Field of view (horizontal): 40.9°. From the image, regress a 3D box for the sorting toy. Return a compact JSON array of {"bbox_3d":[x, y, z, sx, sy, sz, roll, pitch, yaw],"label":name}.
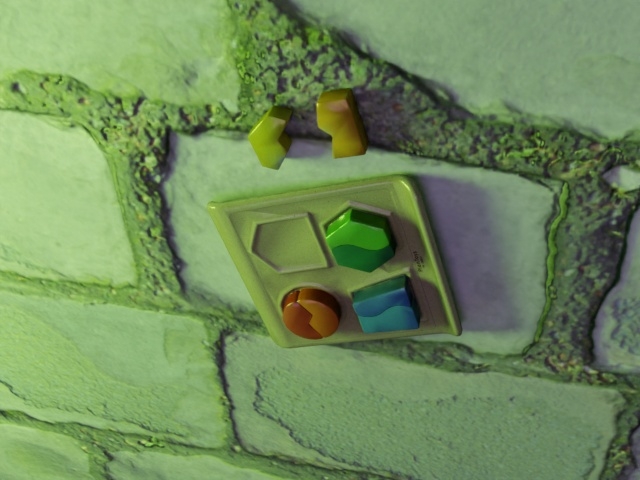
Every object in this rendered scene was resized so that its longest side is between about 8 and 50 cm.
[{"bbox_3d":[0.000,0.000,0.854,0.229,0.041,0.307,-5,130,22],"label":"sorting toy"}]
